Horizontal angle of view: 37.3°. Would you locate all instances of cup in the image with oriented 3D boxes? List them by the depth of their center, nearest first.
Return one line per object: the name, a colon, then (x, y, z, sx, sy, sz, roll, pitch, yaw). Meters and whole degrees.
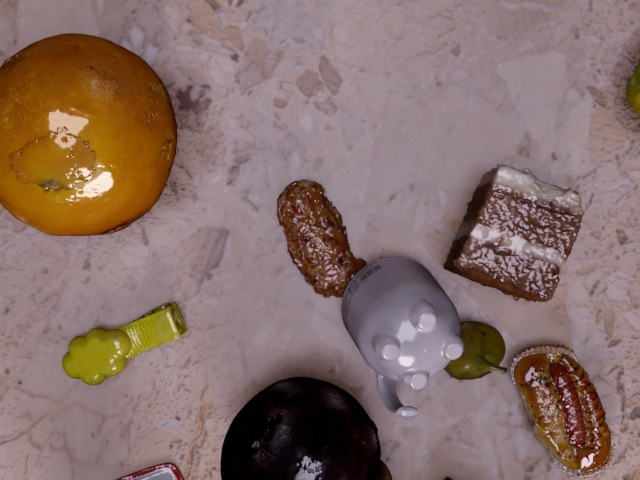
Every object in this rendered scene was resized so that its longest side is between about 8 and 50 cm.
cup: (0.095, 0.124, 1.185, 0.134, 0.142, 0.173, 31, 101, -22)

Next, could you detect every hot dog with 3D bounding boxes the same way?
hot dog: (0.320, 0.223, 1.247, 0.099, 0.053, 0.192, -24, 90, 7)

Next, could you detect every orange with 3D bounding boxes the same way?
orange: (-0.291, -0.124, 1.146, 0.246, 0.246, 0.246, 0, 94, 1)

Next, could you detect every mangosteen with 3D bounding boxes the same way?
mangosteen: (-0.002, 0.289, 1.201, 0.250, 0.211, 0.211, 36, 94, -32)

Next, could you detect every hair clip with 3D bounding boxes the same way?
hair clip: (-0.264, 0.141, 1.260, 0.173, 0.046, 0.072, -22, 89, 5)

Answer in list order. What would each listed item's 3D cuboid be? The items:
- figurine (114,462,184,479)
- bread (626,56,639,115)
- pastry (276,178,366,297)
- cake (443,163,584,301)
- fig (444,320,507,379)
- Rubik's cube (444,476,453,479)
figurine: (-0.256, 0.410, 1.187, 0.183, 0.226, 0.160, -21, 94, 3)
bread: (0.559, -0.130, 1.189, 0.383, 0.112, 0.166, 38, 92, 0)
pastry: (-0.002, 0.001, 1.236, 0.087, 0.063, 0.169, -29, 93, -1)
cake: (0.244, -0.009, 1.200, 0.135, 0.134, 0.147, 20, 85, 0)
fig: (0.196, 0.146, 1.222, 0.084, 0.098, 0.082, 25, 96, -1)
Rubik's cube: (0.179, 0.446, 1.200, 0.184, 0.182, 0.187, 43, 93, -2)
